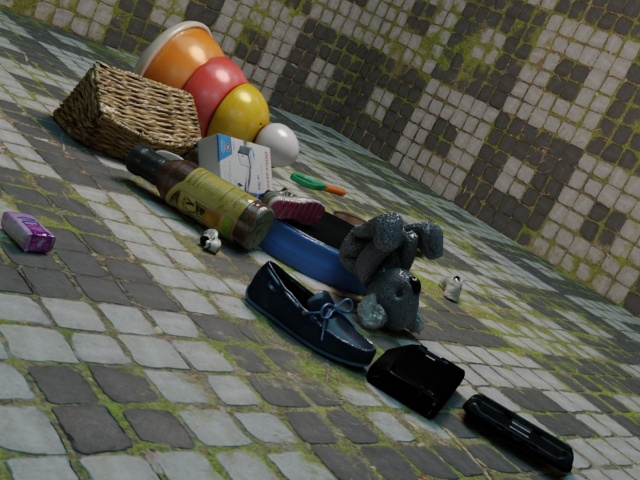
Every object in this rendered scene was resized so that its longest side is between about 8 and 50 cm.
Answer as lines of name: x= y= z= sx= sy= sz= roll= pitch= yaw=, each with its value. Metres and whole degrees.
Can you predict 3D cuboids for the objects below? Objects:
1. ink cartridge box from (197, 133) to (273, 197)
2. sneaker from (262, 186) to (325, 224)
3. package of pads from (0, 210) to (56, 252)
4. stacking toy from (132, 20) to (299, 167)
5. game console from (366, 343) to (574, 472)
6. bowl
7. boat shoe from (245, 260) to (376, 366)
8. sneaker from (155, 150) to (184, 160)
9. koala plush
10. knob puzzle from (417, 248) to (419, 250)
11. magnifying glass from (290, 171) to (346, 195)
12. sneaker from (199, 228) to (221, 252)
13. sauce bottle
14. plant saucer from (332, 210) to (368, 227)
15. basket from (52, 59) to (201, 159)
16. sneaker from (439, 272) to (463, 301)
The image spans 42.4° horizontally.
ink cartridge box: x=-0.212 y=-0.177 z=2.062 sx=0.082 sy=0.139 sz=0.191 roll=-14 pitch=-14 yaw=38
sneaker: x=-0.062 y=-0.082 z=1.830 sx=0.170 sy=0.063 sz=0.075 roll=6 pitch=30 yaw=-45
package of pads: x=-0.445 y=-0.013 z=1.252 sx=0.083 sy=0.032 sz=0.050 roll=35 pitch=19 yaw=36
stacking toy: x=-0.262 y=-0.343 z=2.266 sx=0.480 sy=0.350 sz=0.350 roll=35 pitch=15 yaw=11
game console: x=0.261 y=0.288 z=1.398 sx=0.361 sy=0.044 sz=0.213 roll=29 pitch=15 yaw=17
bowl: x=0.000 y=0.000 z=1.944 sx=0.391 sy=0.077 sz=0.391 roll=24 pitch=13 yaw=-6
boat shoe: x=-0.015 y=0.123 z=1.409 sx=0.258 sy=0.089 sz=0.109 roll=29 pitch=14 yaw=13
sneaker: x=-0.304 y=-0.134 z=1.928 sx=0.212 sy=0.080 sz=0.094 roll=33 pitch=2 yaw=1
koala plush: x=0.141 y=0.084 z=1.680 sx=0.196 sy=0.203 sz=0.221 roll=9 pitch=64 yaw=-45
knob puzzle: x=0.231 y=-0.007 z=2.505 sx=0.213 sy=0.030 sz=0.213 roll=25 pitch=13 yaw=-6
magnifying glass: x=-0.005 y=-0.186 z=2.770 sx=0.231 sy=0.026 sz=0.092 roll=15 pitch=17 yaw=-41
sneaker: x=-0.223 y=-0.005 z=1.637 sx=0.037 sy=0.032 sz=0.083 roll=19 pitch=14 yaw=-27
sauce bottle: x=-0.265 y=-0.102 z=1.767 sx=0.344 sy=0.111 sz=0.111 roll=29 pitch=13 yaw=19
plant saucer: x=0.118 y=-0.024 z=2.347 sx=0.199 sy=0.036 sz=0.198 roll=24 pitch=13 yaw=-6
basket: x=-0.474 y=-0.264 z=2.039 sx=0.299 sy=0.223 sz=0.213 roll=13 pitch=51 yaw=-43
sneaker: x=0.356 y=0.116 z=2.201 sx=0.054 sy=0.061 sz=0.152 roll=23 pitch=12 yaw=-5
